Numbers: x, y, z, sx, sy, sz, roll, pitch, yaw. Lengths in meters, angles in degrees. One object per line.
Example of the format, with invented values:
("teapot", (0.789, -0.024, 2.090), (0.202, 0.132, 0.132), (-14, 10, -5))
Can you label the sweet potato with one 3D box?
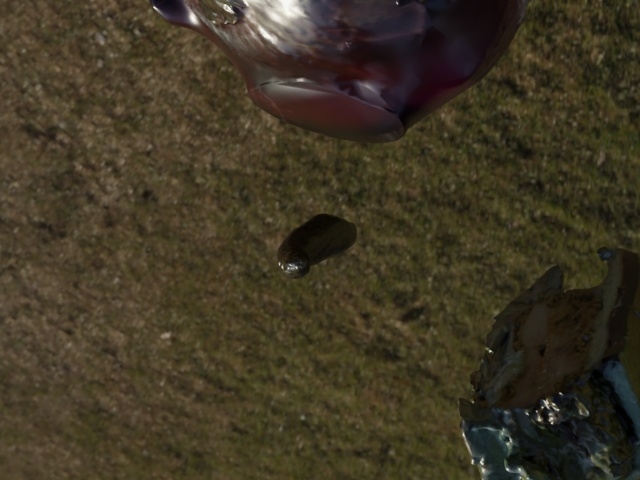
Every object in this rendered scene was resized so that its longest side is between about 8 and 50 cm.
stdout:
("sweet potato", (-0.006, 0.003, 0.755), (0.041, 0.153, 0.038), (-26, 93, 23))

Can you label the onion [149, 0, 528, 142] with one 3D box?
("onion", (0.040, -0.328, 0.869), (0.398, 0.420, 0.398), (32, 160, 14))

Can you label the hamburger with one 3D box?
("hamburger", (0.255, 0.152, 0.950), (0.168, 0.288, 0.192), (-12, 113, 32))
